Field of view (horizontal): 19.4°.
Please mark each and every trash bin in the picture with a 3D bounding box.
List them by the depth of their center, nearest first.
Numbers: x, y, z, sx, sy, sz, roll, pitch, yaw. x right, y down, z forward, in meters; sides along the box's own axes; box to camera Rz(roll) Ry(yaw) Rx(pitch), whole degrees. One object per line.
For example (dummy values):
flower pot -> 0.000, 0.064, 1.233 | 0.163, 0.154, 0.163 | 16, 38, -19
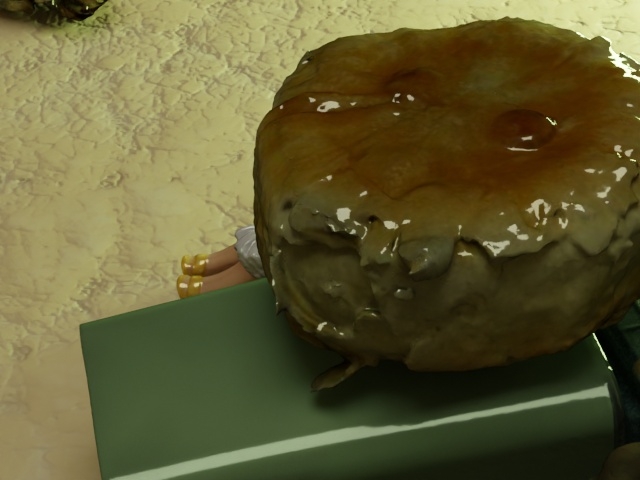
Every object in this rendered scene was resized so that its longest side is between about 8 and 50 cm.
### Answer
trash bin -> 0.016, 0.122, 1.303 | 0.344, 0.158, 0.223 | -9, 38, -6

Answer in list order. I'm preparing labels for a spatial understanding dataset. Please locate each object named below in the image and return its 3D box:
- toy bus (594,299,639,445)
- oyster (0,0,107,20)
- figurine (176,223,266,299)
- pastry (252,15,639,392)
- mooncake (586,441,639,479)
toy bus -> 0.262, 0.068, 1.374 | 0.167, 0.138, 0.275 | -13, 37, -10
oyster -> -0.295, -0.275, 1.899 | 0.233, 0.107, 0.161 | 2, 39, 37
figurine -> 0.002, 0.000, 1.495 | 0.240, 0.115, 0.174 | -5, 35, 6
pastry -> 0.103, -0.036, 1.259 | 0.330, 0.136, 0.329 | -4, 36, 3
mooncake -> 0.244, 0.225, 1.105 | 0.228, 0.228, 0.124 | 14, 42, 20
